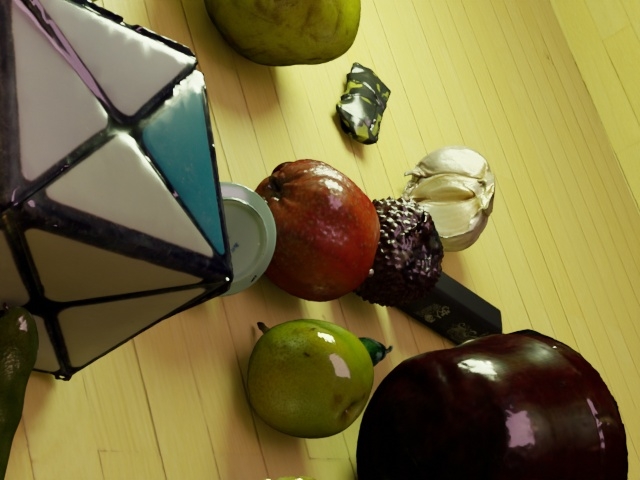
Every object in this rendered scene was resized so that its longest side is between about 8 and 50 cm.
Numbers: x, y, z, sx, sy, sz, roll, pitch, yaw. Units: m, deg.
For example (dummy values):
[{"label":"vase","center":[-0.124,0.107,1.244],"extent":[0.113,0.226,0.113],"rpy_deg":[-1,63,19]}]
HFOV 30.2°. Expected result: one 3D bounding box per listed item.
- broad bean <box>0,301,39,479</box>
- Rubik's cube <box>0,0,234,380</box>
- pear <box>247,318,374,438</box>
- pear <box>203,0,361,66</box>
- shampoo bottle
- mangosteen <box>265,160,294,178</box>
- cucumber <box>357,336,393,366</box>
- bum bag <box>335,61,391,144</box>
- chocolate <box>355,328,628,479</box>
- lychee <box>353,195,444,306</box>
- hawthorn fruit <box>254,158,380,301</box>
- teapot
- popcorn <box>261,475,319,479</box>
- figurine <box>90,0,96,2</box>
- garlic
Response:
[{"label":"broad bean","center":[-0.325,0.188,1.184],"extent":[0.052,0.052,0.256],"rpy_deg":[8,92,-45]},{"label":"Rubik's cube","center":[-0.302,-0.060,1.274],"extent":[0.310,0.307,0.305],"rpy_deg":[22,47,-46]},{"label":"pear","center":[-0.029,0.175,1.648],"extent":[0.180,0.166,0.216],"rpy_deg":[-11,47,-47]},{"label":"pear","center":[-0.066,-0.419,2.008],"extent":[0.321,0.269,0.269],"rpy_deg":[37,35,-54]},{"label":"shampoo bottle","center":[0.246,0.131,2.145],"extent":[0.309,0.098,0.071],"rpy_deg":[32,40,-39]},{"label":"mangosteen","center":[-0.050,-0.089,1.912],"extent":[0.081,0.081,0.081],"rpy_deg":[37,37,-34]},{"label":"cucumber","center":[0.040,0.182,1.836],"extent":[0.250,0.056,0.056],"rpy_deg":[-6,69,-56]},{"label":"bum bag","center":[0.083,-0.265,2.287],"extent":[0.106,0.060,0.232],"rpy_deg":[40,32,-15]},{"label":"chocolate","center":[0.218,0.320,1.741],"extent":[0.331,0.383,0.384],"rpy_deg":[-2,64,-38]},{"label":"lychee","center":[0.111,0.022,1.962],"extent":[0.188,0.188,0.188],"rpy_deg":[37,37,-34]},{"label":"hawthorn fruit","center":[0.000,0.000,1.792],"extent":[0.253,0.205,0.205],"rpy_deg":[44,33,-34]},{"label":"teapot","center":[-0.158,-0.012,1.638],"extent":[0.232,0.159,0.159],"rpy_deg":[36,37,-27]},{"label":"popcorn","center":[-0.002,0.380,1.426],"extent":[0.286,0.225,0.174],"rpy_deg":[20,81,-51]},{"label":"figurine","center":[-0.311,-0.485,1.668],"extent":[0.231,0.323,0.340],"rpy_deg":[32,25,-46]},{"label":"garlic","center":[0.252,-0.070,2.307],"extent":[0.143,0.178,0.229],"rpy_deg":[70,29,-57]}]
